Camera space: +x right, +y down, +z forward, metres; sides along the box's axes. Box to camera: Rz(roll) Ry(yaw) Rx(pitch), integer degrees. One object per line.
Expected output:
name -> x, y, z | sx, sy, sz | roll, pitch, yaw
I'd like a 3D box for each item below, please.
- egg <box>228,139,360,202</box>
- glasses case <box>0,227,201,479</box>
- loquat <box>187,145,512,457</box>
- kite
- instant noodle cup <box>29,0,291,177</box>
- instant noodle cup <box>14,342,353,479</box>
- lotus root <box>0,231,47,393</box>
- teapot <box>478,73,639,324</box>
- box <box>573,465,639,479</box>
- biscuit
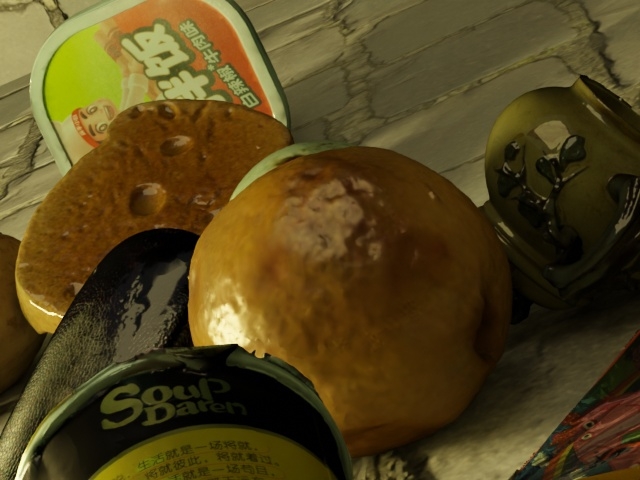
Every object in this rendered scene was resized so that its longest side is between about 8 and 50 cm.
egg -> 0.000, 0.000, 1.451 | 0.169, 0.169, 0.231 | -28, 9, -8
glasses case -> -0.165, 0.127, 1.299 | 0.122, 0.075, 0.314 | 6, 61, 36
loquat -> 0.021, 0.041, 1.231 | 0.238, 0.193, 0.238 | -16, 62, 32
kite -> 0.211, 0.119, 1.096 | 0.234, 0.016, 0.321 | -26, 17, 2
instant noodle cup -> -0.173, -0.173, 2.048 | 0.294, 0.294, 0.308 | -23, 11, 6
instant noodle cup -> -0.054, 0.197, 0.950 | 0.216, 0.215, 0.236 | -26, 26, -4
lotus root -> -0.338, 0.080, 1.715 | 0.154, 0.140, 0.257 | -49, 17, 24
teapot -> 0.184, -0.013, 1.294 | 0.182, 0.173, 0.269 | -51, 12, 15
box -> 0.125, 0.206, 0.929 | 0.129, 0.033, 0.247 | -17, 19, 24
biscuit -> -0.132, -0.014, 1.687 | 0.287, 0.057, 0.343 | 9, 45, 19
